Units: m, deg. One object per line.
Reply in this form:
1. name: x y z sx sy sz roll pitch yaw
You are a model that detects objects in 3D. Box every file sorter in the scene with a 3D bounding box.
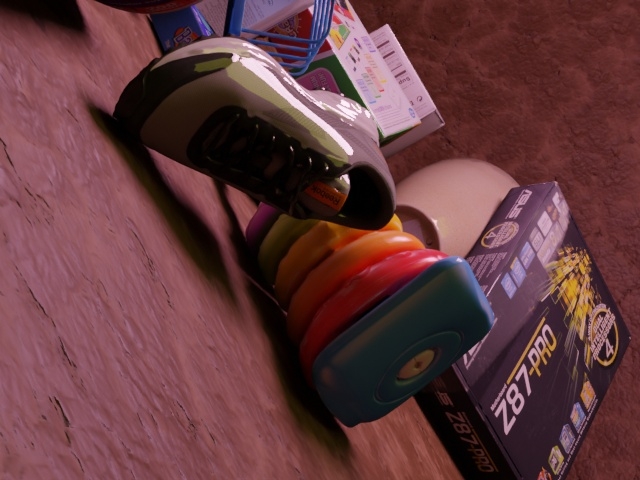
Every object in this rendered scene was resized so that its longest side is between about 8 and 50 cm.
1. file sorter: -0.046 -0.253 1.456 0.170 0.104 0.118 148 -50 -80

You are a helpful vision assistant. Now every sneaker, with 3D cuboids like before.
1. sneaker: -0.036 -0.075 1.030 0.271 0.100 0.108 15 36 -44

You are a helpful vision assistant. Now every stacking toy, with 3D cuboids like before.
1. stacking toy: 0.000 0.000 1.194 0.302 0.165 0.175 53 0 27

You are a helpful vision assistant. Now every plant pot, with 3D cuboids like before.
1. plant pot: 0.170 0.000 2.054 0.256 0.256 0.274 63 23 10

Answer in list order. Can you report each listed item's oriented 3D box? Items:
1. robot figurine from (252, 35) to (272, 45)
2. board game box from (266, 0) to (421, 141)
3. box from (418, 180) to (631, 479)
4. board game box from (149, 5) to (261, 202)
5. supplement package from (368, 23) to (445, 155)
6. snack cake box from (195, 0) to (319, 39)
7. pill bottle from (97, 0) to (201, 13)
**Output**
1. robot figurine: -0.136 -0.387 1.871 0.291 0.085 0.211 65 8 31
2. board game box: 0.004 -0.262 1.758 0.317 0.064 0.242 59 17 1
3. box: 0.297 0.156 1.958 0.318 0.097 0.395 58 47 -23
4. board game box: -0.087 -0.129 1.378 0.160 0.047 0.210 65 7 33
5. supplement package: 0.060 -0.193 2.029 0.145 0.204 0.262 60 7 5
6. snack cake box: -0.126 -0.368 1.595 0.264 0.152 0.089 62 5 0
7. pill bottle: -0.147 -0.257 0.913 0.181 0.181 0.323 62 8 0
